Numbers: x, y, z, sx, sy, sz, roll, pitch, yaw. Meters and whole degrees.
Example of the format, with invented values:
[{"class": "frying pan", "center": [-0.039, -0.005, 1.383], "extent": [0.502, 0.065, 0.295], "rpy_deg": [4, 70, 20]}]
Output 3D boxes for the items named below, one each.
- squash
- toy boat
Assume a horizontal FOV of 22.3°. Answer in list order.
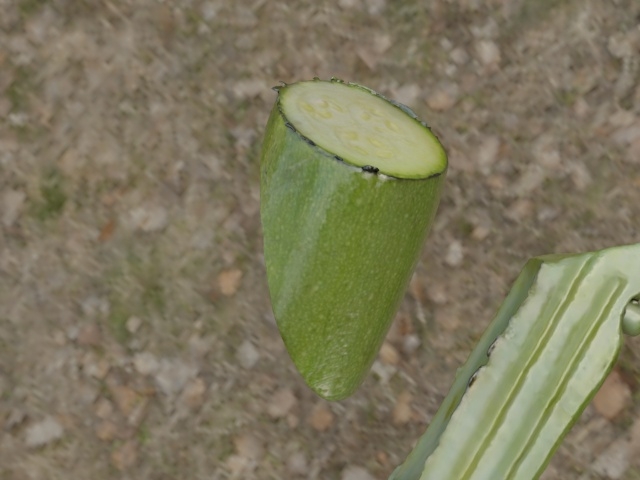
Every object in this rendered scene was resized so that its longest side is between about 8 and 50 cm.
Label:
[{"class": "squash", "center": [0.000, 0.000, 1.534], "extent": [0.189, 0.189, 0.260], "rpy_deg": [52, 130, 41]}, {"class": "toy boat", "center": [0.126, 0.092, 1.013], "extent": [0.084, 0.111, 0.276], "rpy_deg": [36, 85, -2]}]
